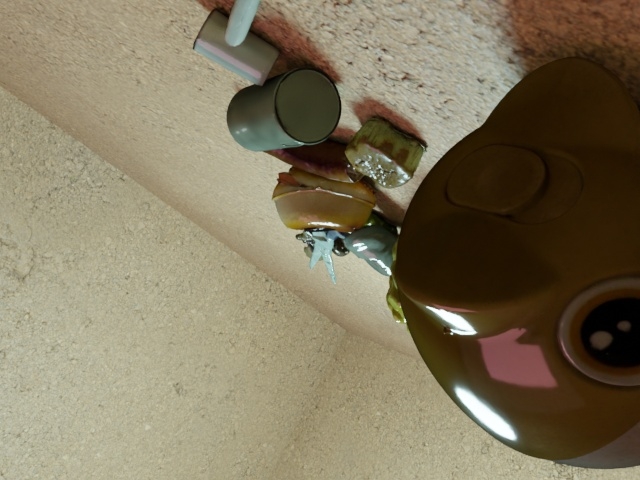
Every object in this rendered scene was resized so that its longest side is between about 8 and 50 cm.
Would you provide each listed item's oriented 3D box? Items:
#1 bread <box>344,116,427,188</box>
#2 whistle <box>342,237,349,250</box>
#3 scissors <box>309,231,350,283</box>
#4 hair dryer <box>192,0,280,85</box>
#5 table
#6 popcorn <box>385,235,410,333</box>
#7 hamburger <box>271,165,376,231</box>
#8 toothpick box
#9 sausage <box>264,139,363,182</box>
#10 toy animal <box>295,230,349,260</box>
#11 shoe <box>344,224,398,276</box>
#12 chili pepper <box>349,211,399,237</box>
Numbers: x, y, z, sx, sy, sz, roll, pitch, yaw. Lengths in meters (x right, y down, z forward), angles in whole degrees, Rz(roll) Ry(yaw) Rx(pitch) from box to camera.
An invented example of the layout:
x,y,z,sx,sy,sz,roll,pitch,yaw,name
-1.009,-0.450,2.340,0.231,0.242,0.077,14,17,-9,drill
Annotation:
x,y,z,sx,sy,sz,roll,pitch,yaw,name
0.110,-0.154,1.290,0.127,0.069,0.140,32,167,-8,bread
0.147,0.017,1.917,0.114,0.077,0.235,24,172,-40,whistle
0.002,-0.002,1.985,0.256,0.029,0.384,32,153,18,scissors
-0.111,-0.331,1.112,0.131,0.073,0.236,29,159,-8,hair dryer
-0.069,-0.223,1.273,0.126,0.126,0.220,35,167,-26,table
0.259,0.082,1.541,0.292,0.293,0.237,28,-154,3,popcorn
0.010,-0.091,1.578,0.236,0.148,0.237,3,178,0,hamburger
0.301,0.048,0.876,0.408,0.409,0.425,16,157,47,toothpick box
-0.030,-0.185,1.468,0.302,0.076,0.103,22,159,24,sausage
0.000,0.000,2.131,0.214,0.094,0.186,26,165,33,toy animal
0.151,0.039,1.698,0.103,0.100,0.251,-24,154,33,shoe
0.137,-0.024,1.775,0.203,0.072,0.073,25,-173,-11,chili pepper
